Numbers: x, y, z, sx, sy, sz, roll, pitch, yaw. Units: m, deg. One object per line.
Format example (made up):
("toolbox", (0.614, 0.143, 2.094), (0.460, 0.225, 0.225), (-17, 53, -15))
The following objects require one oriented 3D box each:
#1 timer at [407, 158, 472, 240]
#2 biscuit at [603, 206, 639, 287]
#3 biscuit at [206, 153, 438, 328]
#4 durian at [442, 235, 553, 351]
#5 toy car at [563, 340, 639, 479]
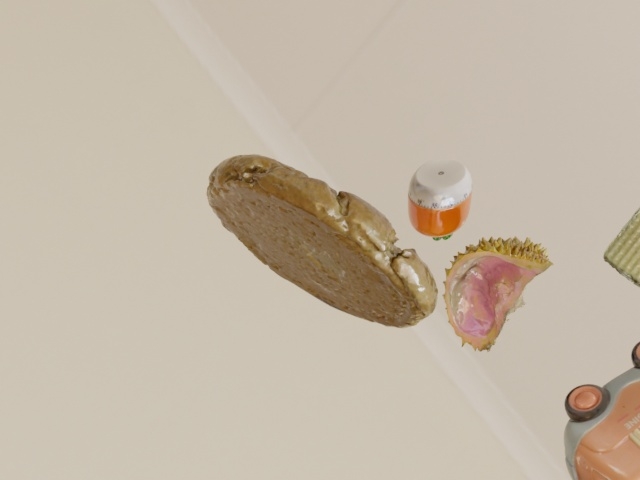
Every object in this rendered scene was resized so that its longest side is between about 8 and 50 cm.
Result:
("timer", (0.186, -0.053, 1.697), (0.099, 0.136, 0.136), (12, -53, 31))
("biscuit", (0.454, 0.033, 1.201), (0.252, 0.052, 0.150), (36, -72, 12))
("biscuit", (0.000, 0.000, 0.919), (0.226, 0.042, 0.226), (31, -18, 11))
("durian", (0.273, 0.069, 1.691), (0.182, 0.165, 0.132), (80, -1, -46))
("toy car", (0.492, 0.286, 1.565), (0.212, 0.270, 0.180), (43, -17, 53))
